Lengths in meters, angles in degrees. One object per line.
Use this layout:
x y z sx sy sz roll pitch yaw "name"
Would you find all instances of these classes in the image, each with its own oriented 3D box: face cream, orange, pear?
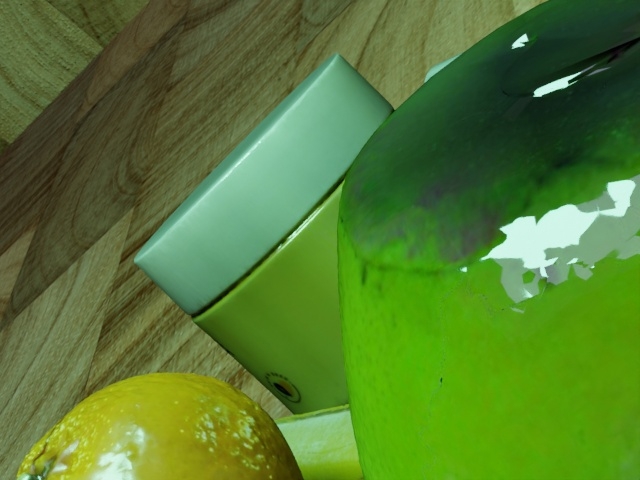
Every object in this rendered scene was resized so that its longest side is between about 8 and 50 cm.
0.000 0.000 1.008 0.218 0.179 0.218 -45 7 7 "face cream"
-0.101 0.167 0.794 0.193 0.161 0.193 -37 24 20 "orange"
0.159 -0.017 0.680 0.398 0.165 0.399 -28 28 16 "pear"

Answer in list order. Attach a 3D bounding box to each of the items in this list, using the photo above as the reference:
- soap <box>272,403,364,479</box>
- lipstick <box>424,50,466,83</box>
-0.012 0.212 0.879 0.315 0.091 0.199 -23 34 51 "soap"
0.187 -0.157 1.122 0.264 0.059 0.059 -20 37 54 "lipstick"
